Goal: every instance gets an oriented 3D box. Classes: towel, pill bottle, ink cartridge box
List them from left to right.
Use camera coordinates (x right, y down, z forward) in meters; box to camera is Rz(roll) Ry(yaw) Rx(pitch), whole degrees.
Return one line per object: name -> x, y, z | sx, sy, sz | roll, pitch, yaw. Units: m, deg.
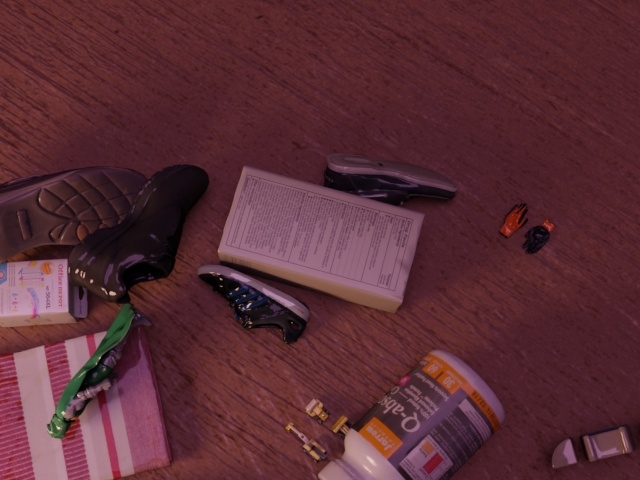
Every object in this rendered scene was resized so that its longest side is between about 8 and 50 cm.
ink cartridge box -> -0.452, 0.084, 1.598 | 0.143, 0.090, 0.092 | -4, 75, -4
towel -> -0.419, 0.281, 1.576 | 0.329, 0.037, 0.237 | -13, 76, -6
pill bottle -> 0.140, 0.314, 1.533 | 0.278, 0.162, 0.162 | -42, 81, -13

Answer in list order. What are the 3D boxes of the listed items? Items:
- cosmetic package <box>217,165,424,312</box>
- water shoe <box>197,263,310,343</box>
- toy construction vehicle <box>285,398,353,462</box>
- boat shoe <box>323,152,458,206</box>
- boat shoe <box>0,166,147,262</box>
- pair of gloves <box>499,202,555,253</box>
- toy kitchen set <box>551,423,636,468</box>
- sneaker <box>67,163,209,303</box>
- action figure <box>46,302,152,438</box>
cosmetic package -> 0.000, 0.000, 1.635 | 0.309, 0.113, 0.160 | 16, 75, 1
water shoe -> -0.119, 0.104, 1.620 | 0.203, 0.073, 0.080 | 23, 77, 4
toy construction vehicle -> 0.005, 0.308, 1.591 | 0.098, 0.035, 0.086 | 44, 77, 8
boat shoe -> 0.119, -0.094, 1.697 | 0.233, 0.084, 0.079 | 7, 113, -8
boat shoe -> -0.454, -0.061, 1.605 | 0.355, 0.132, 0.130 | -14, 32, -28
pair of gloves -> 0.357, -0.021, 1.713 | 0.083, 0.010, 0.074 | 37, 75, 4
toy kitchen set -> 0.488, 0.381, 1.577 | 0.207, 0.122, 0.166 | -17, 76, 13
sneaker -> -0.268, -0.005, 1.599 | 0.130, 0.109, 0.286 | 31, 66, 24
action figure -> -0.347, 0.207, 1.531 | 0.063, 0.137, 0.232 | 37, 86, -7
